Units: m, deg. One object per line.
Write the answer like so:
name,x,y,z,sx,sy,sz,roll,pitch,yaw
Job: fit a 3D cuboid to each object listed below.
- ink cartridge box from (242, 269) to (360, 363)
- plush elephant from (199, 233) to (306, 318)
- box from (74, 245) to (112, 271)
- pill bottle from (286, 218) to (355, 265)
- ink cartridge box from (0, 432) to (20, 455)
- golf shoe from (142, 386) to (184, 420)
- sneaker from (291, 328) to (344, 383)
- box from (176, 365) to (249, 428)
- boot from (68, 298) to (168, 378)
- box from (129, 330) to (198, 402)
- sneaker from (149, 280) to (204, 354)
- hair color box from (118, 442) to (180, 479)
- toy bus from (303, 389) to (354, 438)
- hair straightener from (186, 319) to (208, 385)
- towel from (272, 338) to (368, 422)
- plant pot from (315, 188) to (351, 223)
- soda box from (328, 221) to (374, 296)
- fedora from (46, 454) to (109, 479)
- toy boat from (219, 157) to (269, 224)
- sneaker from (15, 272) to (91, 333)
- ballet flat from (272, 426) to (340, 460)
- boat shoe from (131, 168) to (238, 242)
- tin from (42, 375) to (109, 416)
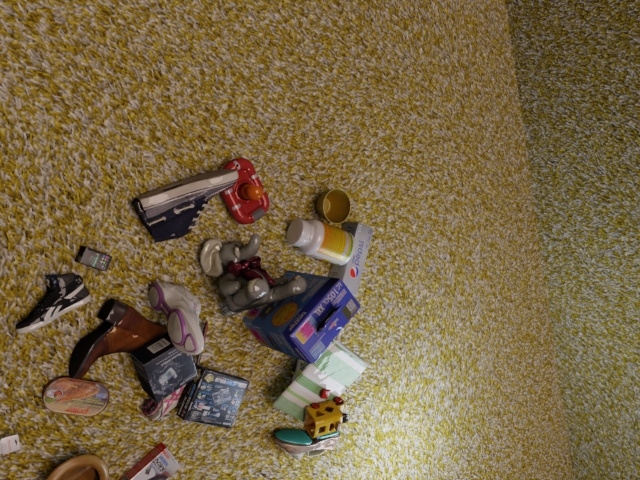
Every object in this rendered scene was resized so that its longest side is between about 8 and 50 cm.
ink cartridge box,-0.053,0.256,1.926,0.270,0.395,0.151,-48,119,-24
plush elephant,-0.249,0.098,1.876,0.272,0.330,0.255,-2,72,-49
box,-0.673,0.054,1.660,0.083,0.062,0.052,26,77,-35
pill bottle,0.000,0.000,2.107,0.246,0.136,0.136,20,81,-36
ink cartridge box,-0.889,0.571,1.560,0.083,0.028,0.048,-9,99,-35
golf shoe,-0.493,0.506,1.829,0.186,0.067,0.086,-46,138,-13
sneaker,-0.008,0.468,2.130,0.145,0.147,0.384,5,93,-38
box,-0.361,0.537,1.906,0.220,0.051,0.175,31,77,-46
boot,-0.603,0.349,1.741,0.280,0.096,0.264,42,62,-39
box,-0.485,0.388,1.745,0.156,0.093,0.158,-30,126,-34
sneaker,-0.413,0.228,1.735,0.152,0.305,0.114,5,123,-44
hair color box,-0.551,0.752,1.809,0.167,0.053,0.093,-39,116,-27
toy bus,0.039,0.658,2.068,0.202,0.104,0.191,-45,129,-2
hair straightener,-0.441,0.376,1.878,0.089,0.047,0.230,11,92,-15
towel,0.005,0.525,2.068,0.325,0.038,0.248,-48,129,-1
plant pot,0.036,-0.132,2.149,0.134,0.095,0.134,-3,95,-37
soda box,0.116,0.073,2.222,0.091,0.098,0.286,21,81,-37
fedora,-0.732,0.719,1.656,0.194,0.079,0.194,-2,93,-43
toy boat,-0.247,-0.169,1.902,0.151,0.151,0.231,-37,114,-29
sneaker,-0.777,0.164,1.589,0.217,0.079,0.121,-32,109,-39
ballet flat,-0.054,0.787,2.152,0.316,0.107,0.106,10,102,-36
boat shoe,-0.411,-0.112,1.788,0.341,0.127,0.158,-19,111,-13
tin,-0.728,0.465,1.667,0.190,0.040,0.106,23,76,-35
